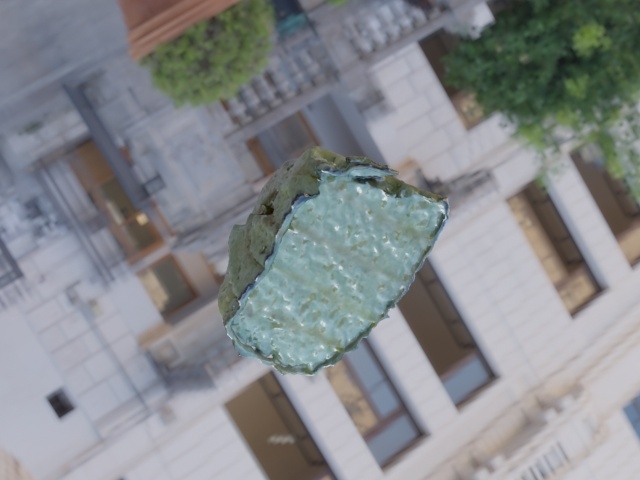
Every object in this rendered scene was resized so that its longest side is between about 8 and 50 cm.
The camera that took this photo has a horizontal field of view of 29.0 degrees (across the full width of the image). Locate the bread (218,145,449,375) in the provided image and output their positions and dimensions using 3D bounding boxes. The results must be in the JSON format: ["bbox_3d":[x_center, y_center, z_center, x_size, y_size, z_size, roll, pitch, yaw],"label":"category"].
[{"bbox_3d":[0.003,-0.005,0.771,0.156,0.103,0.110,-50,-159,23],"label":"bread"}]
